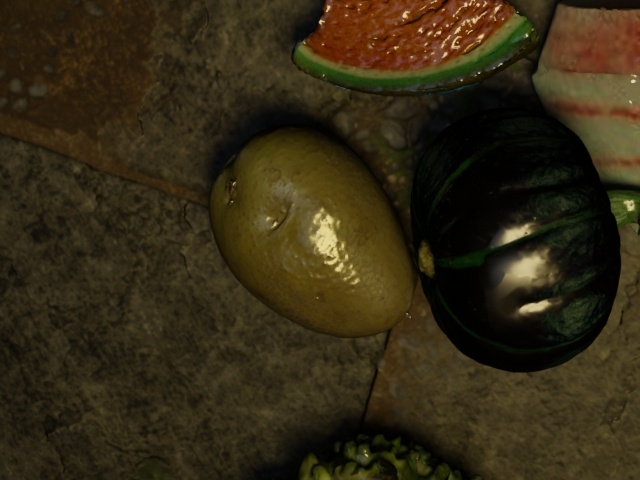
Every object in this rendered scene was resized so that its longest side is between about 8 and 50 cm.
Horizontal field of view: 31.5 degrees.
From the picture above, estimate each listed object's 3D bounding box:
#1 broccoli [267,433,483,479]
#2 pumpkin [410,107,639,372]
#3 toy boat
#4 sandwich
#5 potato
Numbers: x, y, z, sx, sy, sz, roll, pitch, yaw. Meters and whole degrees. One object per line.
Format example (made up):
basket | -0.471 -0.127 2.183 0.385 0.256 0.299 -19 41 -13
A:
broccoli | 0.034 0.378 1.193 0.293 0.281 0.348 26 112 9
pumpkin | 0.207 -0.006 1.059 0.248 0.248 0.248 5 108 17
toy boat | 0.311 -0.100 1.078 0.206 0.096 0.282 -2 118 26
sandwich | 0.085 -0.210 1.115 0.235 0.079 0.159 -20 89 19
potato | 0.000 0.000 1.160 0.251 0.159 0.174 45 138 -8
